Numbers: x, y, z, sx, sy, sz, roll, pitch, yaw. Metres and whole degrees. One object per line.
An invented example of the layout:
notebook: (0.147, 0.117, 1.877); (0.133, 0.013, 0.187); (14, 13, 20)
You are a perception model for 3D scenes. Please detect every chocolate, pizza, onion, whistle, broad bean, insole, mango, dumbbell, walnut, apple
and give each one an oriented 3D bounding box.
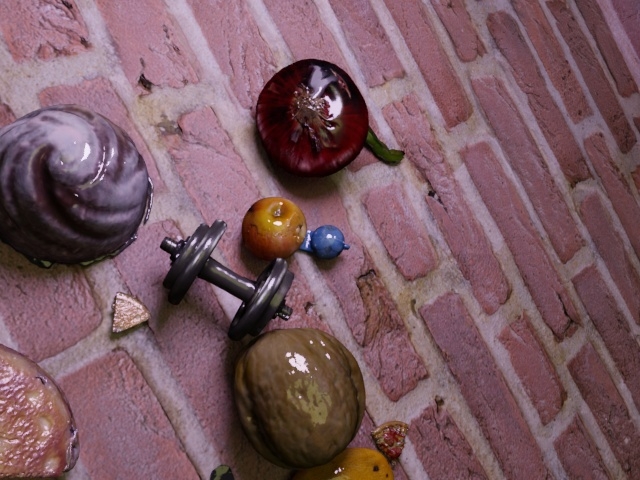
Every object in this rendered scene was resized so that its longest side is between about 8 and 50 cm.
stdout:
chocolate: (-0.444, -0.115, 0.843); (0.302, 0.213, 0.304); (7, 73, -24)
pizza: (-0.381, 0.145, 0.916); (0.083, 0.025, 0.078); (42, 59, -10)
onion: (-0.014, -0.280, 1.123); (0.272, 0.285, 0.274); (0, 91, 10)
pizza: (0.179, 0.466, 1.118); (0.099, 0.029, 0.100); (-33, 94, -30)
pizza: (-0.523, 0.278, 0.779); (0.306, 0.085, 0.161); (54, 40, -8)
whistle: (0.000, 0.000, 1.109); (0.157, 0.090, 0.091); (14, 72, -24)
broad bean: (0.151, -0.264, 1.270); (0.195, 0.046, 0.061); (30, 55, -23)
insole: (-0.174, 0.541, 0.936); (0.064, 0.004, 0.189); (-18, 86, -29)
mango: (0.041, 0.527, 0.989); (0.261, 0.109, 0.158); (-11, 87, -27)
dumbbell: (-0.183, 0.078, 0.927); (0.289, 0.192, 0.192); (32, 66, -10)
walnut: (-0.040, 0.303, 0.935); (0.282, 0.227, 0.284); (3, 79, -14)
apple: (-0.103, -0.029, 1.029); (0.146, 0.146, 0.147); (7, 75, -25)
